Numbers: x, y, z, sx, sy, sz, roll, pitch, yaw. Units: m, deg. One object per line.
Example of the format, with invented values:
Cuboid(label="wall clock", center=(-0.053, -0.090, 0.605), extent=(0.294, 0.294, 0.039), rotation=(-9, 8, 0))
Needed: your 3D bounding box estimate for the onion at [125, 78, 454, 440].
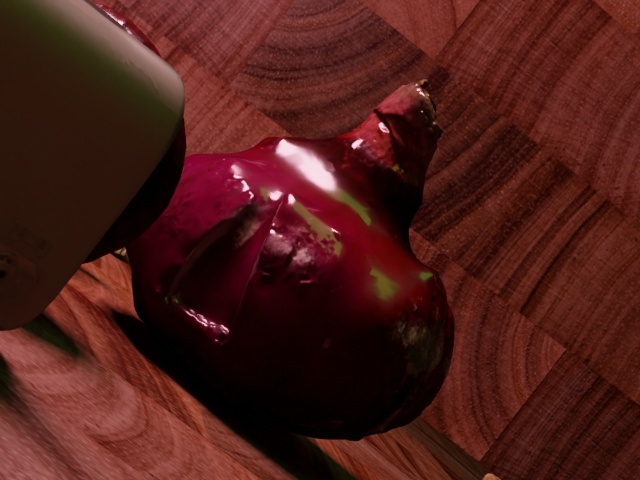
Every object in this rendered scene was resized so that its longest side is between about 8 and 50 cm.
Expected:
Cuboid(label="onion", center=(0.000, 0.000, 1.955), extent=(0.398, 0.420, 0.398), rotation=(29, -5, 3))

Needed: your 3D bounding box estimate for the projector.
Cuboid(label="projector", center=(-0.290, -0.114, 1.291), extent=(0.249, 0.248, 0.248), rotation=(37, 1, -45))

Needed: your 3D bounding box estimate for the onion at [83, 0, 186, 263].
Cuboid(label="onion", center=(-0.264, -0.088, 1.602), extent=(0.273, 0.273, 0.285), rotation=(38, -25, 5))

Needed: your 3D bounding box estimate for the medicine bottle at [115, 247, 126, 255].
Cuboid(label="medicine bottle", center=(-0.358, -0.109, 2.511), extent=(0.250, 0.141, 0.137), rotation=(38, -3, -25))

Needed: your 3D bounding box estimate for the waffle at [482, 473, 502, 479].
Cuboid(label="waffle", center=(0.262, 0.393, 2.063), extent=(0.261, 0.114, 0.376), rotation=(35, 0, 7))
